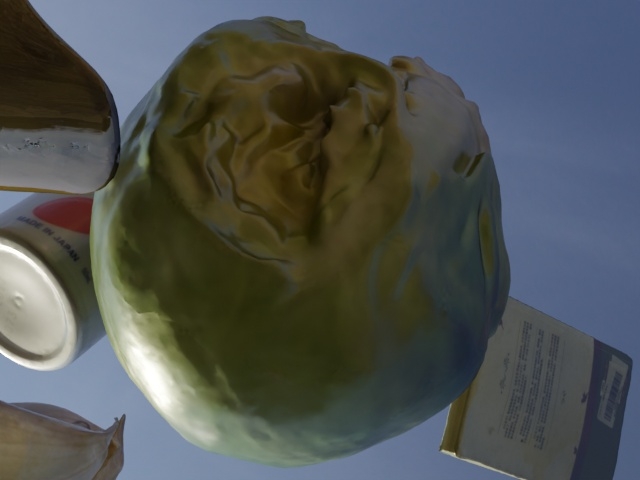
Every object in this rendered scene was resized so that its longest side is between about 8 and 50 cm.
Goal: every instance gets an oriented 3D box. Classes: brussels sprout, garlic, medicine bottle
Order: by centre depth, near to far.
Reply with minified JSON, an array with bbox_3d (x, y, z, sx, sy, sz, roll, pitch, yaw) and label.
[{"bbox_3d":[0.000,0.000,0.744,0.268,0.344,0.344,19,-99,36],"label":"brussels sprout"},{"bbox_3d":[-0.158,-0.026,0.936,0.130,0.341,0.130,14,-58,24],"label":"medicine bottle"},{"bbox_3d":[-0.380,0.239,1.191,0.313,0.249,0.286,27,-55,-11],"label":"garlic"}]

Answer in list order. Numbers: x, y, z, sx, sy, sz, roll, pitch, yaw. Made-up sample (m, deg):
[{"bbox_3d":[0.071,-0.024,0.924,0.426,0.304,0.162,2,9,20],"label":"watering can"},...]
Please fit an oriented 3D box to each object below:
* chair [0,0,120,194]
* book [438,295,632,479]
[{"bbox_3d":[-0.235,-0.101,0.543,0.246,0.159,0.172,-4,-130,-13],"label":"chair"},{"bbox_3d":[0.268,0.191,1.245,0.026,0.289,0.201,-3,-114,52],"label":"book"}]
